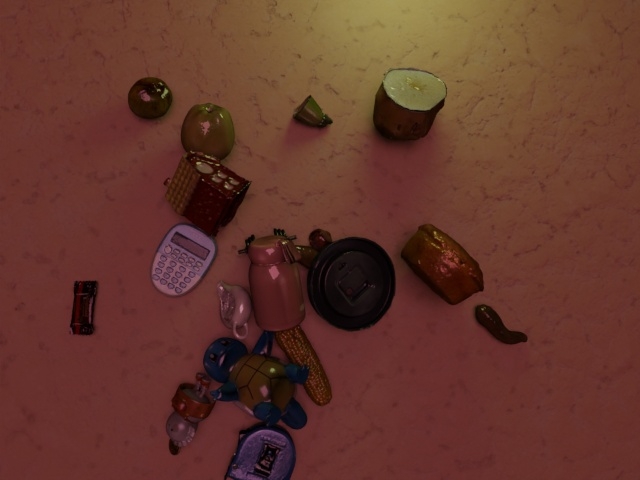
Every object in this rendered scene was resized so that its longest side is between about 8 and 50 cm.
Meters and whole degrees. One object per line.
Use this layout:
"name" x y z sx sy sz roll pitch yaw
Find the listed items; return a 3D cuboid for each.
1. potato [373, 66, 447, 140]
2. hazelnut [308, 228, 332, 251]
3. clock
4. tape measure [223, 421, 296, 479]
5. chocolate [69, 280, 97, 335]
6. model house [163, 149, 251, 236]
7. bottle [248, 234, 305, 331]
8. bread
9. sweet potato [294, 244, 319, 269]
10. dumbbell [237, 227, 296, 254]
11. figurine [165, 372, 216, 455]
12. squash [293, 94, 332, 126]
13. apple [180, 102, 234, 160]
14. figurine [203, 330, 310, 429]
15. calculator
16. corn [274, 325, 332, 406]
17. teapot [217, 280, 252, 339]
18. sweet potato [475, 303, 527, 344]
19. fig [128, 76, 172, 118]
"potato" 0.313 -0.485 1.792 0.246 0.196 0.300 35 52 11
"hazelnut" 0.000 0.000 1.740 0.086 0.086 0.087 1 83 -7
"clock" 0.109 0.149 1.699 0.324 0.067 0.326 0 90 -20
"tape measure" -0.123 0.744 1.622 0.350 0.098 0.216 22 82 -6
"chocolate" -0.789 0.224 1.633 0.085 0.028 0.183 -2 82 0
"model house" -0.391 -0.169 1.627 0.253 0.160 0.196 32 125 -5
"bottle" -0.136 0.132 1.598 0.173 0.206 0.297 -21 111 -43
"bread" 0.416 0.085 1.677 0.172 0.312 0.312 -44 90 3
"sweet potato" -0.016 0.072 1.730 0.269 0.074 0.075 25 80 -21
"dumbbell" -0.184 0.015 1.700 0.208 0.099 0.099 -15 85 -8
"figurine" -0.427 0.565 1.595 0.143 0.143 0.272 13 101 -5
"squash" -0.021 -0.450 1.794 0.132 0.105 0.105 36 80 -21
"apple" -0.385 -0.367 1.677 0.199 0.200 0.200 1 83 -7
"figurine" -0.183 0.452 1.581 0.416 0.243 0.298 39 63 -2
"calculator" -0.465 0.050 1.688 0.188 0.042 0.303 31 81 -2
"corn" -0.050 0.418 1.671 0.101 0.102 0.313 -31 91 -10
"teapot" -0.280 0.232 1.639 0.092 0.145 0.226 10 40 -37
"sweet potato" 0.658 0.320 1.791 0.233 0.062 0.081 37 79 -5
"fig" -0.591 -0.493 1.699 0.152 0.121 0.136 -19 81 -9
